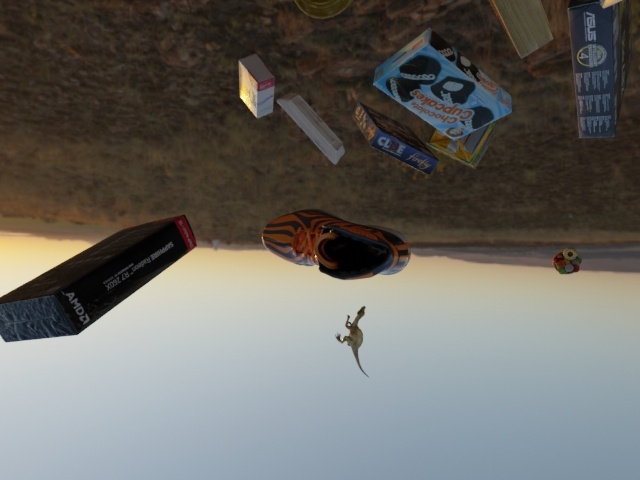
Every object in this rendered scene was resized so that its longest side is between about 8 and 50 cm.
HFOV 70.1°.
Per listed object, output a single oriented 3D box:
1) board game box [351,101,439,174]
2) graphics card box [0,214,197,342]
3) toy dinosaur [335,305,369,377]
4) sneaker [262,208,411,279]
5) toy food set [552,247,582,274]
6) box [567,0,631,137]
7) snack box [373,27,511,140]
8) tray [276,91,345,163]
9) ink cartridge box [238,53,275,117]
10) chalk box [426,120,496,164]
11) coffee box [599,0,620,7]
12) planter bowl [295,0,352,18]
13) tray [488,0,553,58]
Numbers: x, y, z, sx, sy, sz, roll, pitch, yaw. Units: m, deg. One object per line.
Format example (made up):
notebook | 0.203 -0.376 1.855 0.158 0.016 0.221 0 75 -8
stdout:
board game box | 0.175 -0.255 1.114 0.165 0.042 0.243 21 -154 -19
graphics card box | -0.467 0.069 0.976 0.233 0.094 0.371 -10 -160 26
toy dinosaur | 0.085 0.262 1.195 0.053 0.183 0.093 2 176 -31
sneaker | 0.000 0.000 0.868 0.321 0.124 0.180 5 -178 25
toy food set | 0.803 0.071 1.486 0.083 0.082 0.020 -28 160 22
box | 0.711 -0.511 1.150 0.097 0.318 0.395 9 150 38
snack box | 0.319 -0.389 1.185 0.322 0.060 0.187 23 154 -29
tray | -0.018 -0.373 1.477 0.030 0.270 0.145 -38 -169 29
ink cartridge box | -0.227 -0.545 1.622 0.072 0.127 0.175 -31 161 -22
chalk box | 0.542 -0.388 1.708 0.179 0.180 0.289 31 -163 19
coffee box | 0.559 -0.488 0.703 0.247 0.141 0.098 -23 -170 3
planter bowl | 0.005 -0.798 1.375 0.217 0.090 0.217 -14 141 -12
tray | 0.293 -0.527 0.805 0.076 0.202 0.411 -27 148 28
